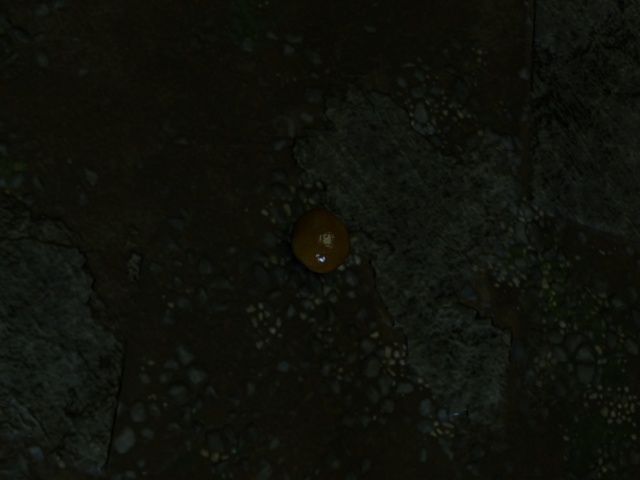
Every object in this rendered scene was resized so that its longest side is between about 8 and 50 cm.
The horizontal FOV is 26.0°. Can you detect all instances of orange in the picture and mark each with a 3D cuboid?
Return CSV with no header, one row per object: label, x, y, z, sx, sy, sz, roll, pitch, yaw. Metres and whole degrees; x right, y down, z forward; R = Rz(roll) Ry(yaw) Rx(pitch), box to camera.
orange,0.000,0.000,1.752,0.085,0.085,0.085,10,67,-24
